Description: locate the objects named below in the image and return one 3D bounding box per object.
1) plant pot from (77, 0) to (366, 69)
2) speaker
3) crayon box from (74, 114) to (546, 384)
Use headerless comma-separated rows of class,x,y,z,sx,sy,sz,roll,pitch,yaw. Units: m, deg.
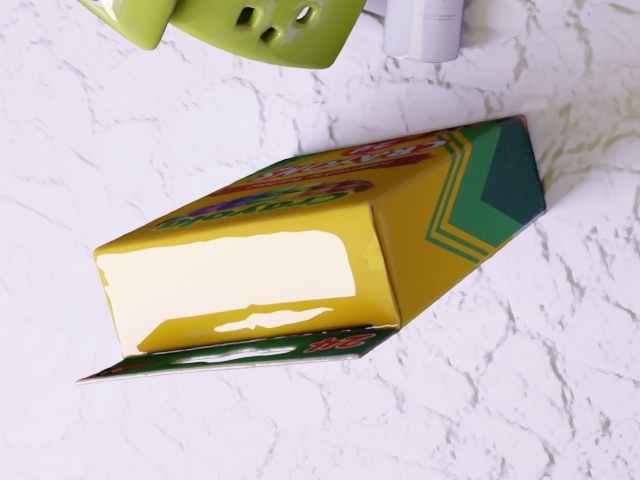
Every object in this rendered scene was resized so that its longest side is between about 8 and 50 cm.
plant pot,-0.088,-0.256,0.942,0.228,0.207,0.227,40,121,29
speaker,0.074,-0.192,0.995,0.055,0.055,0.136,12,111,23
crayon box,0.000,0.000,0.940,0.202,0.318,0.081,-9,102,28
